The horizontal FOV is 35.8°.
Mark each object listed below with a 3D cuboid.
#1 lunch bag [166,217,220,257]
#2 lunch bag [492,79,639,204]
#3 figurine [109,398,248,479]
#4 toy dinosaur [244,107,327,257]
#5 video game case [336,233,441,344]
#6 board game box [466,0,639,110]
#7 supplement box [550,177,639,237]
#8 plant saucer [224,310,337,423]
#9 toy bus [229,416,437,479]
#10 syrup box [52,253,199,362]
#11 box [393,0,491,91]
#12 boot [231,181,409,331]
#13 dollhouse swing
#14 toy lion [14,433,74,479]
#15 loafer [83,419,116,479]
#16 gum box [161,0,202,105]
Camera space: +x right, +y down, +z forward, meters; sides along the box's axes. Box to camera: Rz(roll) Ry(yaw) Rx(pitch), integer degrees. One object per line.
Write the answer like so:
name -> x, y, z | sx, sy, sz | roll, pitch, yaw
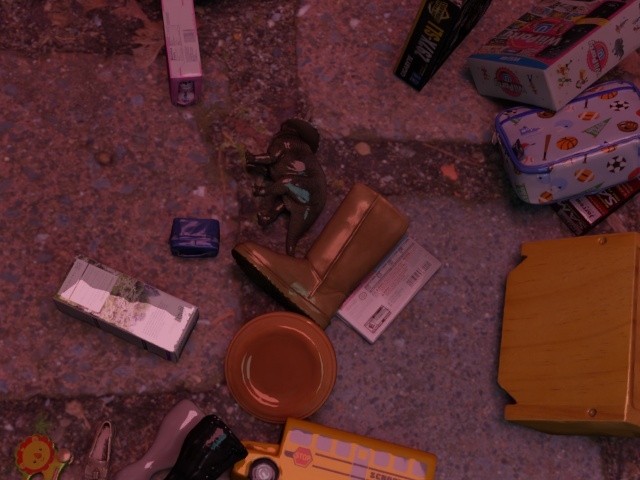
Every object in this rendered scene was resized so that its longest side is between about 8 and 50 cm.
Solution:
lunch bag -> -0.234, -0.001, 1.824 | 0.099, 0.067, 0.065 | 1, 69, -6
lunch bag -> 0.484, -0.196, 1.905 | 0.304, 0.115, 0.243 | -13, 40, 4
figurine -> -0.251, 0.370, 1.625 | 0.209, 0.215, 0.092 | -42, 109, -18
toy dinosaur -> -0.053, -0.116, 1.865 | 0.160, 0.121, 0.313 | -12, 69, -5
video game case -> 0.090, 0.058, 1.870 | 0.193, 0.023, 0.212 | 40, 71, 8
board game box -> 0.482, -0.393, 1.988 | 0.303, 0.224, 0.097 | -39, 123, -19
supplement box -> 0.567, -0.128, 1.976 | 0.239, 0.073, 0.130 | -36, 76, -18
plant saucer -> -0.071, 0.224, 1.736 | 0.200, 0.037, 0.199 | 0, 92, 3
toy bus -> 0.019, 0.391, 1.688 | 0.333, 0.108, 0.130 | 15, 68, -2
syrup box -> -0.340, 0.121, 1.749 | 0.237, 0.096, 0.093 | 24, 70, 1
box -> 0.271, -0.466, 1.931 | 0.079, 0.322, 0.257 | 36, 70, 5
boot -> 0.000, 0.000, 1.812 | 0.236, 0.089, 0.269 | 42, 71, -14
dollhouse swing -> 0.547, 0.205, 1.856 | 0.315, 0.305, 0.346 | -6, 64, 35
toy lion -> -0.472, 0.379, 1.672 | 0.096, 0.034, 0.100 | 13, 69, 5
loafer -> -0.376, 0.365, 1.682 | 0.045, 0.039, 0.125 | 10, 68, -4
gum box -> -0.270, -0.365, 1.935 | 0.062, 0.107, 0.188 | -6, 70, -9
